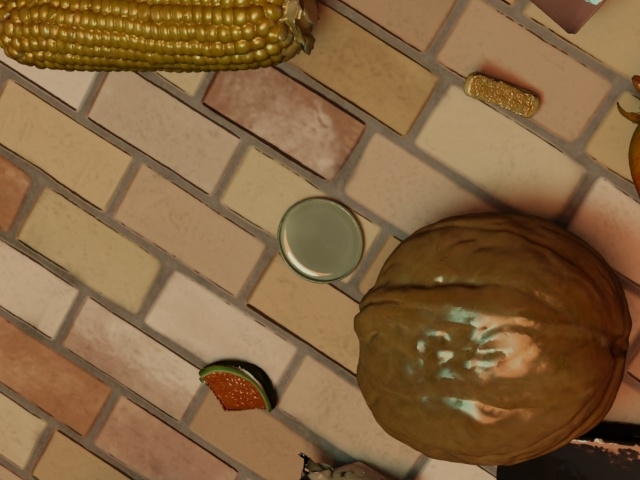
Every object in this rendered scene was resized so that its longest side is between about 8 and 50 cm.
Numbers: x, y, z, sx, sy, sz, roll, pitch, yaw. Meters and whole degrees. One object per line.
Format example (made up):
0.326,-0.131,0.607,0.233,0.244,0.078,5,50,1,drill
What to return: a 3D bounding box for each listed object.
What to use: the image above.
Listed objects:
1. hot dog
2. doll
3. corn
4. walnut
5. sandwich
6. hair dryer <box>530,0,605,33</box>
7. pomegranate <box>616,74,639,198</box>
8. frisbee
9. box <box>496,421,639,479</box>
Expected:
0.204,-0.167,1.805,0.090,0.034,0.030,19,104,-11,hot dog
0.042,0.359,2.002,0.149,0.095,0.192,8,113,17,doll
-0.189,-0.263,1.837,0.387,0.144,0.144,4,109,19,corn
0.187,0.109,1.787,0.313,0.252,0.277,6,110,25,walnut
-0.107,0.184,2.025,0.101,0.026,0.069,-2,112,21,sandwich
0.271,-0.380,1.595,0.210,0.125,0.352,42,146,1,hair dryer
0.421,-0.095,1.674,0.256,0.221,0.221,44,119,34,pomegranate
0.000,0.000,1.934,0.110,0.014,0.110,5,108,16,frisbee
0.356,0.354,1.917,0.290,0.073,0.289,4,110,15,box
